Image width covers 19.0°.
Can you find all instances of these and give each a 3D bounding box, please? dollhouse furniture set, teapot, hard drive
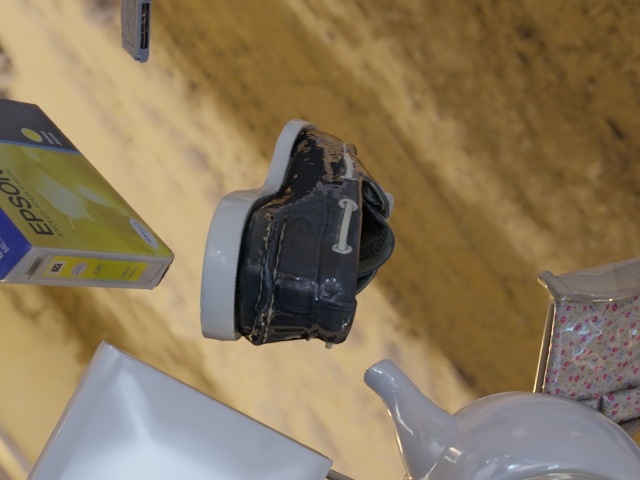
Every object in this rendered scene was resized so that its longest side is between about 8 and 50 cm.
[{"bbox_3d":[0.333,0.092,1.842,0.174,0.355,0.303,50,145,47],"label":"dollhouse furniture set"},{"bbox_3d":[0.179,0.227,1.683,0.187,0.252,0.256,-106,9,-58],"label":"teapot"},{"bbox_3d":[-0.151,0.258,1.460,0.203,0.308,0.040,29,177,-14],"label":"hard drive"}]

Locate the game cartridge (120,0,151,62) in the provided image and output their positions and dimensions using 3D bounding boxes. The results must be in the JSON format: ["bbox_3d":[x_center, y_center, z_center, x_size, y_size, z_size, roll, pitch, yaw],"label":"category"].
[{"bbox_3d":[-0.197,-0.237,2.031,0.056,0.017,0.083,41,133,50],"label":"game cartridge"}]

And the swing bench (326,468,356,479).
[{"bbox_3d":[0.016,0.408,2.222,0.253,0.255,0.165,19,162,35],"label":"swing bench"}]

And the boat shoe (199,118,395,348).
[{"bbox_3d":[0.000,0.000,1.171,0.302,0.091,0.114,-63,-20,-68],"label":"boat shoe"}]

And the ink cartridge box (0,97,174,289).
[{"bbox_3d":[-0.358,-0.063,2.109,0.303,0.072,0.307,47,-158,30],"label":"ink cartridge box"}]
